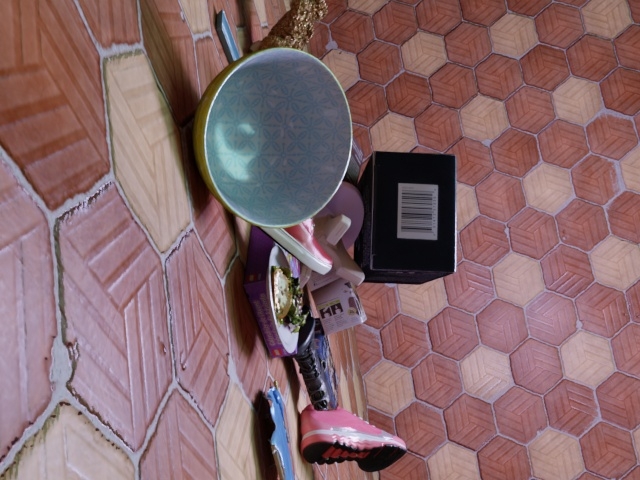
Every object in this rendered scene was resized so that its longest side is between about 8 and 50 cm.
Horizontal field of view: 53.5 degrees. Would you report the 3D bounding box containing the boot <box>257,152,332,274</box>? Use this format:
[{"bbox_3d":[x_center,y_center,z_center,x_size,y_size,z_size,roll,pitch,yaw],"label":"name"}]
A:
[{"bbox_3d":[-0.025,-0.057,1.226,0.244,0.176,0.088,43,-8,-33],"label":"boot"}]

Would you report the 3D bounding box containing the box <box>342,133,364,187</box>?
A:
[{"bbox_3d":[0.002,-0.204,1.765,0.168,0.166,0.203,52,46,-51],"label":"box"}]

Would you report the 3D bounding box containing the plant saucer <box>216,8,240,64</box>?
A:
[{"bbox_3d":[-0.193,-0.408,1.400,0.192,0.018,0.067,70,12,-52],"label":"plant saucer"}]

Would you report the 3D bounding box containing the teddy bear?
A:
[{"bbox_3d":[-0.094,-0.540,1.679,0.338,0.113,0.245,-58,-163,-17],"label":"teddy bear"}]

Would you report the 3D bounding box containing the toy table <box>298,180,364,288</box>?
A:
[{"bbox_3d":[0.000,0.000,1.575,0.161,0.252,0.274,-82,-167,-57],"label":"toy table"}]

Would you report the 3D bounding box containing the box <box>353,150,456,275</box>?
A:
[{"bbox_3d":[0.211,-0.043,1.692,0.395,0.211,0.294,108,-16,-81],"label":"box"}]

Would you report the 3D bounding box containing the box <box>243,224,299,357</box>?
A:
[{"bbox_3d":[-0.096,0.070,1.335,0.293,0.057,0.201,-91,167,-54],"label":"box"}]

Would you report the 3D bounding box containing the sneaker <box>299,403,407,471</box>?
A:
[{"bbox_3d":[0.082,0.457,1.517,0.313,0.116,0.136,21,33,-33],"label":"sneaker"}]

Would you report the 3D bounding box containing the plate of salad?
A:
[{"bbox_3d":[-0.058,0.106,1.174,0.200,0.048,0.200,-10,90,-81],"label":"plate of salad"}]

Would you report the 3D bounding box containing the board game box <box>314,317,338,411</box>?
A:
[{"bbox_3d":[0.010,0.371,1.852,0.165,0.042,0.244,-89,167,-59],"label":"board game box"}]

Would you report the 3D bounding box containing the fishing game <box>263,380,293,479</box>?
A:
[{"bbox_3d":[-0.080,0.357,1.142,0.264,0.041,0.189,-106,-175,-75],"label":"fishing game"}]

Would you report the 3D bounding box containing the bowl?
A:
[{"bbox_3d":[-0.104,-0.175,1.066,0.156,0.289,0.290,19,-51,49],"label":"bowl"}]

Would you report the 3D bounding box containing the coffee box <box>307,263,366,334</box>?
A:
[{"bbox_3d":[0.029,0.114,1.864,0.168,0.118,0.298,24,45,-81],"label":"coffee box"}]

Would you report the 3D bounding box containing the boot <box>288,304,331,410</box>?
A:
[{"bbox_3d":[-0.023,0.281,1.431,0.263,0.091,0.229,-77,151,-78],"label":"boot"}]
